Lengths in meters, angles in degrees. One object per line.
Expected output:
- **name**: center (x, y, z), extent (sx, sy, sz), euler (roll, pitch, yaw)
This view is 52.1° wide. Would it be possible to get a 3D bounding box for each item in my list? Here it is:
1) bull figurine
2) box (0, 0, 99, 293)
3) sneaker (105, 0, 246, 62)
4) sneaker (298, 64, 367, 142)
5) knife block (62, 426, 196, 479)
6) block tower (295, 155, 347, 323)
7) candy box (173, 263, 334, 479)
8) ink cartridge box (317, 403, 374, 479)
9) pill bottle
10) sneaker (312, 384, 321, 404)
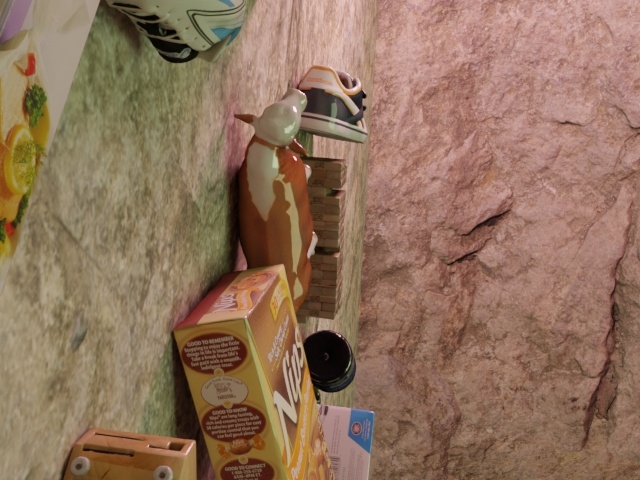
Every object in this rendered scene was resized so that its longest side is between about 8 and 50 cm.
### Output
- **bull figurine**: center (-0.056, -0.047, 0.886), extent (0.188, 0.101, 0.310), euler (-59, 152, -76)
- **box**: center (-0.155, -0.097, 0.305), extent (0.063, 0.067, 0.324), euler (78, 18, -66)
- **sneaker**: center (-0.114, -0.179, 0.492), extent (0.237, 0.085, 0.086), euler (-39, 140, -75)
- **sneaker**: center (0.033, -0.263, 1.295), extent (0.321, 0.126, 0.127), euler (-20, 120, -79)
- **knife block**: center (-0.147, 0.315, 0.516), extent (0.242, 0.088, 0.276), euler (82, 15, -60)
- **block tower**: center (0.000, 0.000, 1.333), extent (0.091, 0.097, 0.335), euler (-56, 151, -72)
- **candy box**: center (-0.065, 0.207, 0.777), extent (0.183, 0.087, 0.316), euler (-61, 140, -72)
- **ink cartridge box**: center (-0.005, 0.368, 1.163), extent (0.082, 0.190, 0.139), euler (81, 16, -64)
- **pill bottle**: center (0.022, 0.292, 1.542), extent (0.219, 0.123, 0.123), euler (73, 23, -68)
- **sneaker**: center (-0.020, 0.374, 1.496), extent (0.192, 0.064, 0.086), euler (48, 52, -74)
